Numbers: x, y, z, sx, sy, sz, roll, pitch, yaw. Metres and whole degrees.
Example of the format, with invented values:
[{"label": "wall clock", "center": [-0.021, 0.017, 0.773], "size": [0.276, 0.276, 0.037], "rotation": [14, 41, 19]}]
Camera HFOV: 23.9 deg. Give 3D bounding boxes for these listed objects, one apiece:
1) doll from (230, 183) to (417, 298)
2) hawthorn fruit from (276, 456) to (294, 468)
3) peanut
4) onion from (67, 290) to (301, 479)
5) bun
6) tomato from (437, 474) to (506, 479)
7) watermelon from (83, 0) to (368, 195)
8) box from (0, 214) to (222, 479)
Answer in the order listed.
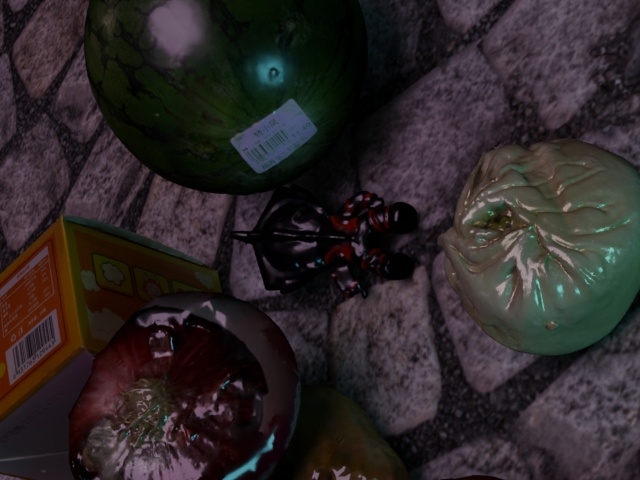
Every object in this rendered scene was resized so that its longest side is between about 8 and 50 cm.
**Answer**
[{"label": "doll", "center": [0.001, 0.003, 1.773], "size": [0.248, 0.088, 0.127], "rotation": [-3, 51, 37]}, {"label": "hawthorn fruit", "center": [-0.049, 0.241, 1.749], "size": [0.103, 0.067, 0.067], "rotation": [39, 105, 17]}, {"label": "peanut", "center": [0.012, 0.235, 1.638], "size": [0.236, 0.110, 0.120], "rotation": [41, 114, 49]}, {"label": "onion", "center": [-0.135, 0.194, 1.649], "size": [0.272, 0.195, 0.272], "rotation": [-11, 58, 18]}, {"label": "bun", "center": [0.214, -0.003, 1.499], "size": [0.229, 0.145, 0.229], "rotation": [-25, 55, 42]}, {"label": "tomato", "center": [0.104, 0.370, 1.414], "size": [0.338, 0.143, 0.338], "rotation": [-22, 62, 52]}, {"label": "watermelon", "center": [-0.113, -0.231, 1.802], "size": [0.363, 0.363, 0.363], "rotation": [-21, 60, 40]}, {"label": "box", "center": [-0.292, 0.149, 1.885], "size": [0.283, 0.259, 0.214], "rotation": [-38, 50, 30]}]
